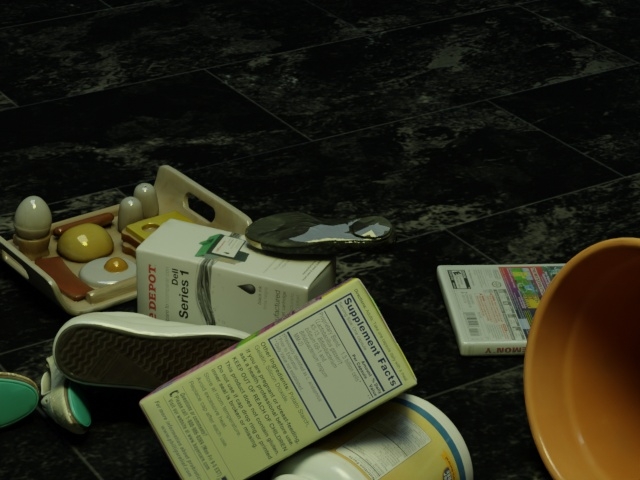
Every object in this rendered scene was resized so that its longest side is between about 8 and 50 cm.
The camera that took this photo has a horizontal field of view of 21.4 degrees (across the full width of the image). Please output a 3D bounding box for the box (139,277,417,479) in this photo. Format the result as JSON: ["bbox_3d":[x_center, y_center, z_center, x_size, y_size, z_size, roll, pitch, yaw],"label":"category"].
[{"bbox_3d":[-0.041,0.144,1.689,0.243,0.117,0.213,-29,-1,0],"label":"box"}]

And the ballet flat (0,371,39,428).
[{"bbox_3d":[-0.411,0.181,1.840,0.206,0.073,0.067,-10,16,-29],"label":"ballet flat"}]

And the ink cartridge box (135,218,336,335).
[{"bbox_3d":[-0.099,0.081,1.951,0.219,0.160,0.092,12,29,20],"label":"ink cartridge box"}]

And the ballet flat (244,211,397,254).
[{"bbox_3d":[0.000,0.000,1.909,0.173,0.049,0.057,1,51,8],"label":"ballet flat"}]

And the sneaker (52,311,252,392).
[{"bbox_3d":[-0.150,0.131,1.896,0.290,0.106,0.123,16,7,-5],"label":"sneaker"}]

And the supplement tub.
[{"bbox_3d":[0.040,0.249,1.654,0.144,0.144,0.200,22,34,33],"label":"supplement tub"}]

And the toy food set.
[{"bbox_3d":[-0.271,-0.017,2.197,0.306,0.092,0.220,-19,34,-34],"label":"toy food set"}]

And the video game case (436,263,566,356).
[{"bbox_3d":[0.250,0.085,2.115,0.183,0.023,0.201,-1,27,-5],"label":"video game case"}]

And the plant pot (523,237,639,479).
[{"bbox_3d":[0.383,0.147,1.765,0.203,0.291,0.291,4,22,-36],"label":"plant pot"}]

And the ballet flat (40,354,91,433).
[{"bbox_3d":[-0.287,0.174,1.892,0.052,0.057,0.168,-28,24,7],"label":"ballet flat"}]
